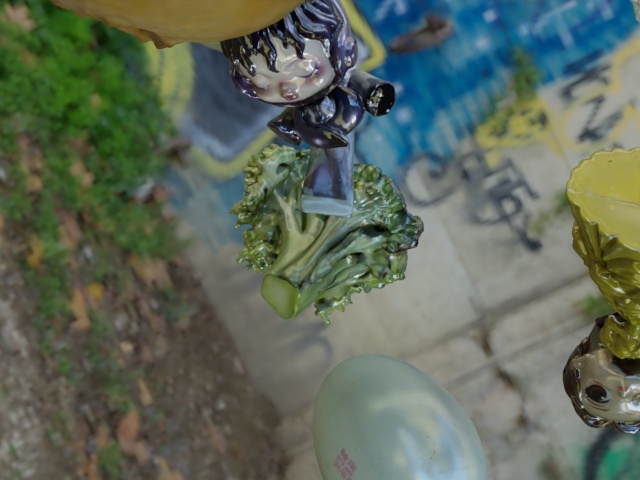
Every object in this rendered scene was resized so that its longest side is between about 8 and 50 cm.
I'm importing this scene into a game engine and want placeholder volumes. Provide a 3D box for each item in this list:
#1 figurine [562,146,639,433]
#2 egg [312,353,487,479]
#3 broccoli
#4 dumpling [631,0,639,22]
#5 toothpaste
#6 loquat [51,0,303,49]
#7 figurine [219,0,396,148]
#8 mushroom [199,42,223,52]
[{"bbox_3d":[0.317,0.076,1.449,0.168,0.187,0.315,-115,-160,-43],"label":"figurine"},{"bbox_3d":[0.107,0.301,2.116,0.230,0.230,0.371,61,-4,-35],"label":"egg"},{"bbox_3d":[0.000,0.000,1.904,0.243,0.247,0.263,-54,133,-49],"label":"broccoli"},{"bbox_3d":[0.515,-0.386,2.154,0.229,0.151,0.124,26,21,-45],"label":"dumpling"},{"bbox_3d":[0.018,-0.132,1.672,0.037,0.062,0.216,95,1,-76],"label":"toothpaste"},{"bbox_3d":[-0.110,-0.300,1.042,0.328,0.328,0.328,63,6,-11],"label":"loquat"},{"bbox_3d":[-0.024,-0.202,1.433,0.222,0.145,0.145,53,12,-40],"label":"figurine"},{"bbox_3d":[-0.104,-0.415,2.327,0.164,0.267,0.189,44,-5,14],"label":"mushroom"}]
